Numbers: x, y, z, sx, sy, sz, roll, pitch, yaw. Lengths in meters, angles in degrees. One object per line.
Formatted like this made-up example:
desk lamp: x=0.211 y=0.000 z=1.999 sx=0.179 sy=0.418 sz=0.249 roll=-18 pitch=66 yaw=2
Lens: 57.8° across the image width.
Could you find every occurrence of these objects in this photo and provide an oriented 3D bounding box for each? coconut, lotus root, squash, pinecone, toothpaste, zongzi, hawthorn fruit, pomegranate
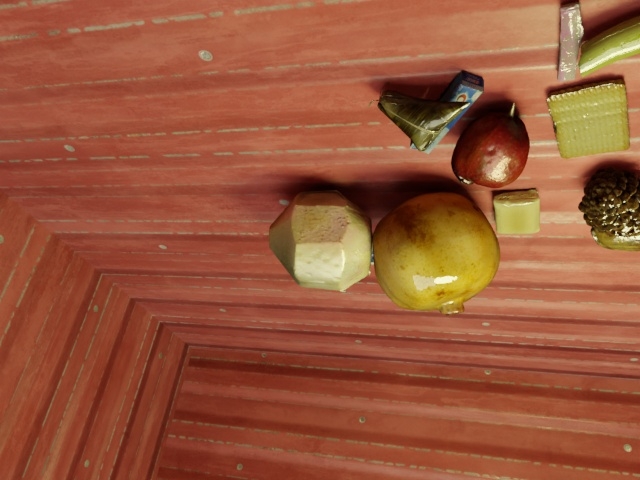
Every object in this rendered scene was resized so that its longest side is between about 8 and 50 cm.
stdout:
coconut: x=0.000 y=0.000 z=1.892 sx=0.353 sy=0.352 sz=0.352 roll=8 pitch=151 yaw=5
lotus root: x=0.945 y=-0.033 z=1.719 sx=0.260 sy=0.128 sz=0.145 roll=-6 pitch=173 yaw=27
squash: x=0.651 y=-0.414 z=1.181 sx=0.250 sy=0.083 sz=0.083 roll=-16 pitch=142 yaw=31
pinecone: x=0.828 y=-0.101 z=1.599 sx=0.205 sy=0.179 sz=0.184 roll=3 pitch=112 yaw=-23
toothpaste: x=0.318 y=-0.322 z=1.495 sx=0.066 sy=0.053 sz=0.272 roll=17 pitch=150 yaw=-12
zongzi: x=0.242 y=-0.337 z=1.416 sx=0.187 sy=0.084 sz=0.184 roll=41 pitch=139 yaw=-3
hawthorn fruit: x=0.449 y=-0.247 z=1.484 sx=0.190 sy=0.189 sz=0.251 roll=15 pitch=132 yaw=-8
pomegranate: x=0.348 y=0.052 z=1.793 sx=0.417 sy=0.416 sz=0.416 roll=8 pitch=151 yaw=5

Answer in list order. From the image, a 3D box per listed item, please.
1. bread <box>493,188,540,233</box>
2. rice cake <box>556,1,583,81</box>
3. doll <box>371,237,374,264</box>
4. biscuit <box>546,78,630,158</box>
bread: x=0.613 y=-0.087 z=1.807 sx=0.140 sy=0.060 sz=0.178 roll=-1 pitch=149 yaw=18
rice cake: x=0.536 y=-0.427 z=1.253 sx=0.047 sy=0.036 sz=0.206 roll=-9 pitch=147 yaw=13
doll: x=0.245 y=0.050 z=2.131 sx=0.293 sy=0.119 sz=0.138 roll=12 pitch=135 yaw=7
biscuit: x=0.671 y=-0.299 z=1.445 sx=0.172 sy=0.029 sz=0.254 roll=-6 pitch=148 yaw=28
